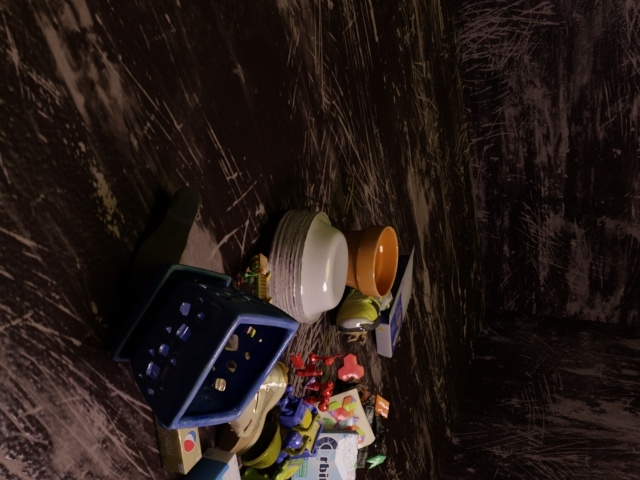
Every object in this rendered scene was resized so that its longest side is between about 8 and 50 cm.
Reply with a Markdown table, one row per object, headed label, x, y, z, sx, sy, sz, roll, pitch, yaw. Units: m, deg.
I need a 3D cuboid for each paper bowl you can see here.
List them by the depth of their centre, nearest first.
| label | x | y | z | sx | sy | sz | roll | pitch | yaw |
| --- | --- | --- | --- | --- | --- | --- | --- | --- | --- |
| paper bowl | -0.021 | 0.067 | 1.772 | 0.284 | 0.148 | 0.284 | 5 | 90 | -73 |

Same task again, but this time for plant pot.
| label | x | y | z | sx | sy | sz | roll | pitch | yaw |
| --- | --- | --- | --- | --- | --- | --- | --- | --- | --- |
| plant pot | -0.216 | 0.177 | 1.270 | 0.236 | 0.212 | 0.236 | -57 | 156 | 6 |
| plant pot | 0.103 | 0.052 | 2.032 | 0.205 | 0.188 | 0.205 | 6 | 90 | -66 |

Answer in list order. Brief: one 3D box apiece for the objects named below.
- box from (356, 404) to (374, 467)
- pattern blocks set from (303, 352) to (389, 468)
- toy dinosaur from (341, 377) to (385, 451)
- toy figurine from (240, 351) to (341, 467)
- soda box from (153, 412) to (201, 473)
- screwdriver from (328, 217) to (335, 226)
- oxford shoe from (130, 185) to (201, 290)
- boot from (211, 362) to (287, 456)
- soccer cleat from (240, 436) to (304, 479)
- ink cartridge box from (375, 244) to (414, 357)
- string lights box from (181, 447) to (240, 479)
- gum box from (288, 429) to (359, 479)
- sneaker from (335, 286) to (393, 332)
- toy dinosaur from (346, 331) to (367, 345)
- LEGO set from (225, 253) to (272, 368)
| label | x | y | z | sx | sy | sz | roll | pitch | yaw |
| --- | --- | --- | --- | --- | --- | --- | --- | --- | --- |
| box | 0.069 | 0.573 | 2.112 | 0.077 | 0.147 | 0.180 | 36 | 62 | -62 |
| pattern blocks set | 0.067 | 0.519 | 2.012 | 0.285 | 0.026 | 0.325 | -31 | 96 | -16 |
| toy dinosaur | 0.142 | 0.557 | 2.288 | 0.322 | 0.164 | 0.218 | 41 | 39 | -36 |
| toy figurine | -0.038 | 0.467 | 1.719 | 0.362 | 0.191 | 0.217 | -66 | 141 | -55 |
| soda box | -0.285 | 0.366 | 1.396 | 0.061 | 0.058 | 0.181 | -38 | 129 | -58 |
| screwdriver | 0.000 | 0.000 | 2.007 | 0.025 | 0.024 | 0.170 | 47 | 53 | -21 |
| oxford shoe | -0.285 | 0.003 | 1.319 | 0.212 | 0.076 | 0.076 | -63 | -170 | -20 |
| boot | -0.209 | 0.365 | 1.509 | 0.203 | 0.095 | 0.262 | 9 | 123 | -41 |
| soccer cleat | -0.119 | 0.595 | 1.772 | 0.289 | 0.093 | 0.121 | -30 | 129 | -60 |
| ink cartridge box | 0.263 | 0.212 | 2.508 | 0.307 | 0.072 | 0.304 | 79 | 29 | -52 |
| string lights box | -0.261 | 0.571 | 1.467 | 0.259 | 0.076 | 0.133 | -44 | 133 | -55 |
| gum box | 0.009 | 0.606 | 1.959 | 0.041 | 0.184 | 0.157 | -168 | -98 | -78 |
| sneaker | 0.126 | 0.178 | 2.200 | 0.385 | 0.145 | 0.147 | -46 | 129 | -69 |
| toy dinosaur | 0.136 | 0.286 | 2.263 | 0.183 | 0.053 | 0.093 | -21 | 140 | -39 |
| LEGO set | -0.178 | 0.153 | 1.573 | 0.132 | 0.107 | 0.287 | 148 | -48 | -66 |
